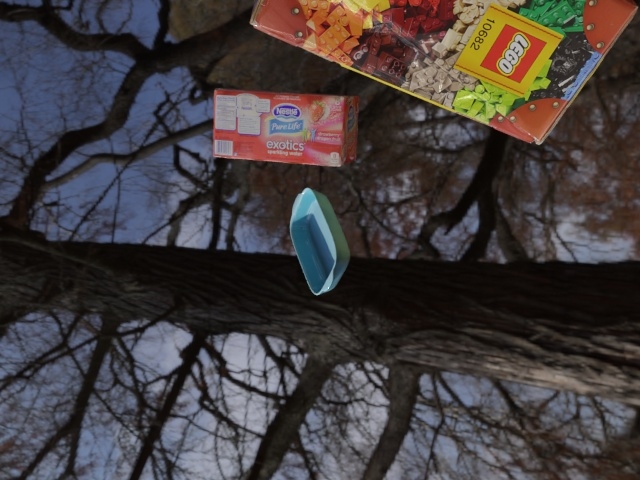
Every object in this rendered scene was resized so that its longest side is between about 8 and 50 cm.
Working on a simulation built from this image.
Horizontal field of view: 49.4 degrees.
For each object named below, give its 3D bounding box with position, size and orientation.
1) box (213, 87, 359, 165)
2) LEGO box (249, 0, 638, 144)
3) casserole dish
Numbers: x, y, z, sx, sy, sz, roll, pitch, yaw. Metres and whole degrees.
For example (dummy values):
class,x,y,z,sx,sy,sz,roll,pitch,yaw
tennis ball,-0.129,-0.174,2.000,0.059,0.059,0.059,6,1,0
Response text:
class,x,y,z,sx,sy,sz,roll,pitch,yaw
box,-0.075,-0.256,1.552,0.142,0.300,0.153,-36,-50,-70
LEGO box,0.129,-0.385,0.925,0.500,0.373,0.193,-91,24,-52
casserole dish,0.000,0.000,1.119,0.037,0.188,0.114,0,-43,-27
